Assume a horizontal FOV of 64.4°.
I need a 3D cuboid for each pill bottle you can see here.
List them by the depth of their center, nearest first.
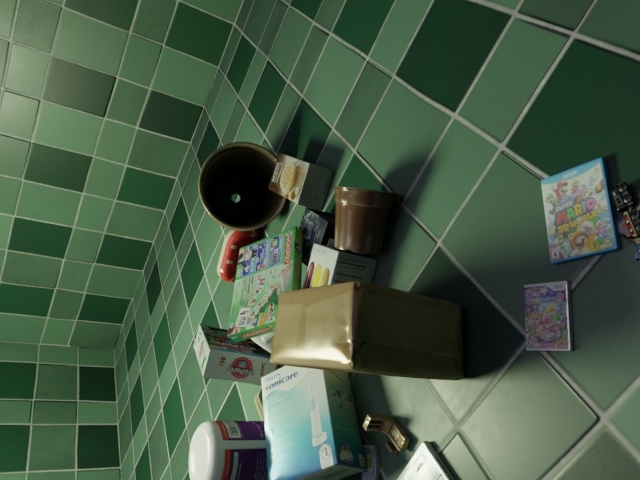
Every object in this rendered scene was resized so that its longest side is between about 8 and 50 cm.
[{"bbox_3d":[-0.182,0.590,1.396,0.182,0.323,0.181,-28,56,51],"label":"pill bottle"}]

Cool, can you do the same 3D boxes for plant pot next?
[{"bbox_3d":[0.106,-0.054,1.339,0.167,0.167,0.165,17,101,59],"label":"plant pot"},{"bbox_3d":[-0.308,-0.186,1.945,0.280,0.324,0.322,165,114,-74],"label":"plant pot"}]

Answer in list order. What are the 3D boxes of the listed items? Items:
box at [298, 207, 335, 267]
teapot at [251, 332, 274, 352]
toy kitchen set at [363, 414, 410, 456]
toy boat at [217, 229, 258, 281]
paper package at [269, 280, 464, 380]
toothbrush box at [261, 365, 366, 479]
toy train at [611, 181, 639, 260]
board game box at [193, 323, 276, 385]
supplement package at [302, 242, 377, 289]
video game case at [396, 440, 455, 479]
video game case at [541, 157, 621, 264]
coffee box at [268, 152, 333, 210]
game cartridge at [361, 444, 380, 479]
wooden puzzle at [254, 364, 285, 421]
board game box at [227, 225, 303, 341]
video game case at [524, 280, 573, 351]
[{"bbox_3d":[0.000,0.000,1.542,0.158,0.093,0.155,37,110,58],"label":"box"},{"bbox_3d":[-0.132,0.229,1.561,0.256,0.252,0.187,34,86,39],"label":"teapot"},{"bbox_3d":[0.145,0.452,1.159,0.083,0.075,0.068,44,118,59],"label":"toy kitchen set"},{"bbox_3d":[-0.296,0.060,1.982,0.151,0.151,0.230,18,96,28],"label":"toy boat"},{"bbox_3d":[0.095,0.205,1.104,0.325,0.310,0.168,-17,63,54],"label":"paper package"},{"bbox_3d":[-0.027,0.463,1.309,0.216,0.126,0.295,-32,47,24],"label":"toothbrush box"},{"bbox_3d":[0.500,-0.022,0.808,0.036,0.027,0.158,-43,45,48],"label":"toy train"},{"bbox_3d":[-0.291,0.379,1.696,0.303,0.224,0.097,-162,87,-70],"label":"board game box"},{"bbox_3d":[0.038,0.145,1.387,0.139,0.134,0.243,17,94,58],"label":"supplement package"},{"bbox_3d":[0.220,0.551,1.056,0.190,0.022,0.173,-64,33,20],"label":"video game case"},{"bbox_3d":[0.456,-0.050,0.901,0.119,0.015,0.166,-25,59,53],"label":"video game case"},{"bbox_3d":[-0.072,-0.203,1.723,0.246,0.098,0.141,30,105,57],"label":"coffee box"},{"bbox_3d":[0.121,0.537,1.226,0.056,0.017,0.083,-24,59,48],"label":"game cartridge"},{"bbox_3d":[-0.142,0.496,1.636,0.238,0.044,0.221,-64,33,20],"label":"wooden puzzle"},{"bbox_3d":[-0.154,0.121,1.468,0.214,0.046,0.317,-19,46,23],"label":"board game box"},{"bbox_3d":[0.407,0.137,0.914,0.087,0.011,0.121,-17,65,55],"label":"video game case"}]
